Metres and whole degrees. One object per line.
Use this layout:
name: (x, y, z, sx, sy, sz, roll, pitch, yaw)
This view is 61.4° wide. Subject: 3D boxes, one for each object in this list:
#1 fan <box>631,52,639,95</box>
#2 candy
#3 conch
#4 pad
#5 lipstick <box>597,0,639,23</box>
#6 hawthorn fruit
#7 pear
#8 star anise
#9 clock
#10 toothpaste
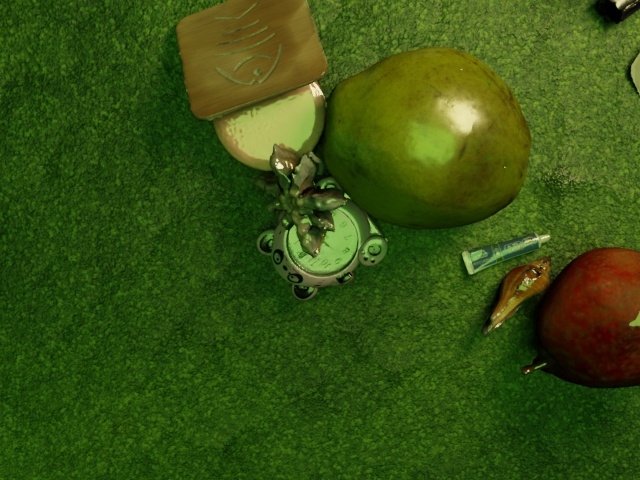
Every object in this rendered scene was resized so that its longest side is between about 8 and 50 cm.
fan: (0.805, -0.332, 1.134, 0.310, 0.010, 0.182, 32, 121, -12)
candy: (-0.099, -0.271, 1.150, 0.255, 0.094, 0.255, 0, 101, 2)
conch: (0.437, 0.115, 1.213, 0.233, 0.086, 0.080, -42, 62, 8)
pad: (-0.147, -0.392, 1.092, 0.287, 0.018, 0.284, -19, 65, 6)
lipstick: (0.750, -0.591, 1.075, 0.418, 0.077, 0.077, -37, 97, 6)
hawthorn fruit: (0.609, 0.173, 1.119, 0.308, 0.308, 0.324, 15, 110, -1)
pear: (0.209, -0.190, 1.047, 0.413, 0.352, 0.352, 9, 101, -3)
star anise: (-0.038, -0.083, 1.083, 0.229, 0.093, 0.236, 1, 109, 42)
clock: (0.000, 0.000, 1.204, 0.248, 0.090, 0.227, -36, 97, 9)
toothpaste: (0.423, 0.023, 1.223, 0.197, 0.035, 0.057, -19, 84, 6)
